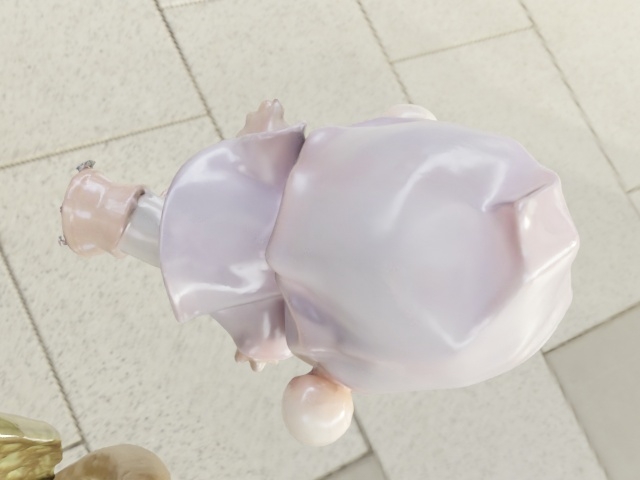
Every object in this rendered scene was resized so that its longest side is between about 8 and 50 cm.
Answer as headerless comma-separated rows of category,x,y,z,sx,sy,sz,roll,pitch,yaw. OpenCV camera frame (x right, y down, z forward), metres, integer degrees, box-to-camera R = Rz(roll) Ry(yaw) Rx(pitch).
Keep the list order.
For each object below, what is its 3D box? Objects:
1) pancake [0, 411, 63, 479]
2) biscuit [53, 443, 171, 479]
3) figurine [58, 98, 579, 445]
pancake,-0.240,0.146,0.496,0.235,0.212,0.029,-21,66,-13
biscuit,-0.187,0.221,0.585,0.037,0.262,0.262,45,55,-17
figurine,0.001,0.000,0.518,0.133,0.275,0.200,55,48,-53
